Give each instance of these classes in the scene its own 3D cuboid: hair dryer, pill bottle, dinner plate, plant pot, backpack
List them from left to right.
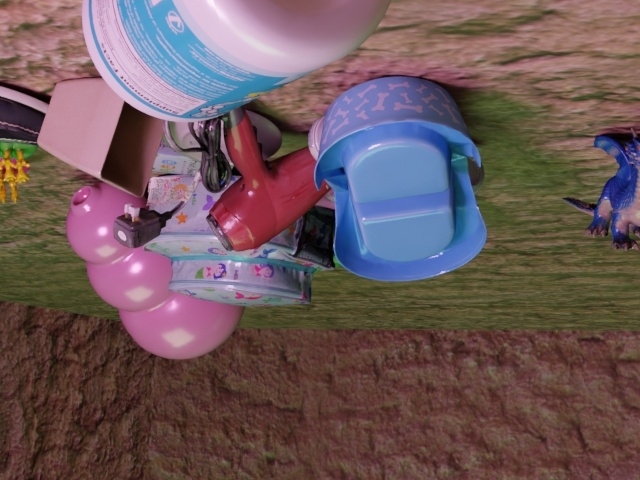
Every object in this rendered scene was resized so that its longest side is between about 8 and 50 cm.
[{"bbox_3d":[-0.239,-0.118,1.366,0.096,0.109,0.109,15,174,18],"label":"plant pot"},{"bbox_3d":[-0.072,-0.163,0.859,0.146,0.146,0.264,10,170,-27],"label":"pill bottle"},{"bbox_3d":[-0.115,-0.115,1.461,0.141,0.017,0.141,4,155,2],"label":"dinner plate"},{"bbox_3d":[-0.120,-0.008,1.742,0.225,0.191,0.253,1,165,29],"label":"backpack"},{"bbox_3d":[-0.072,-0.073,1.407,0.293,0.080,0.223,-10,144,-43],"label":"hair dryer"}]

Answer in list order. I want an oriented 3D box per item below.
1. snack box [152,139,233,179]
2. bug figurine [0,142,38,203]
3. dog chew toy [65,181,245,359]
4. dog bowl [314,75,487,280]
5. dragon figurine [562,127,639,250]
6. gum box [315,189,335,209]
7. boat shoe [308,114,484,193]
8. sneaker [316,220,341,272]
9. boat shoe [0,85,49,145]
[{"bbox_3d":[-0.179,-0.109,1.568,0.141,0.037,0.100,6,171,-9],"label":"snack box"},{"bbox_3d":[-0.480,-0.106,1.639,0.216,0.072,0.279,2,168,-16],"label":"bug figurine"},{"bbox_3d":[-0.259,0.035,1.921,0.207,0.206,0.332,-3,142,39],"label":"dog chew toy"},{"bbox_3d":[0.084,-0.062,1.326,0.166,0.074,0.297,-8,148,6],"label":"dog bowl"},{"bbox_3d":[0.343,-0.070,1.390,0.085,0.144,0.289,4,-170,-3],"label":"dragon figurine"},{"bbox_3d":[0.070,-0.070,1.598,0.188,0.062,0.107,10,169,-30],"label":"gum box"},{"bbox_3d":[0.099,-0.091,1.408,0.227,0.079,0.081,13,172,-27],"label":"boat shoe"},{"bbox_3d":[0.000,0.000,1.909,0.296,0.109,0.123,-12,163,-6],"label":"sneaker"},{"bbox_3d":[-0.447,-0.125,1.375,0.340,0.113,0.127,11,168,-35],"label":"boat shoe"}]
